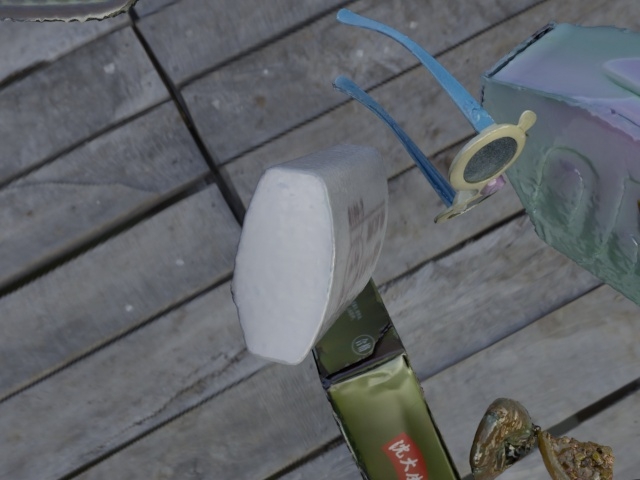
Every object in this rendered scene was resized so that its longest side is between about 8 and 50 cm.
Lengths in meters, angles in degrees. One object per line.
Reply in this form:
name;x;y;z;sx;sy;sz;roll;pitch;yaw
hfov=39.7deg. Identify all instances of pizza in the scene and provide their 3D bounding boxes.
pizza;0.436;0.372;1.450;0.131;0.041;0.178;-12;55;-22

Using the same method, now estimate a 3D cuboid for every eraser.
eraser;0.000;0.000;0.883;0.095;0.270;0.174;10;103;11

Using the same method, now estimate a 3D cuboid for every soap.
soap;0.369;-0.043;0.885;0.156;0.261;0.446;-40;61;-19

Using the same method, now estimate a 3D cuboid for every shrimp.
shrimp;0.306;0.329;1.452;0.061;0.267;0.145;16;89;27

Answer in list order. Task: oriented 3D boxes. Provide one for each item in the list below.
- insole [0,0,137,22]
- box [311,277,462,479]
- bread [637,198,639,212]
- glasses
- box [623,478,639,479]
insole;-0.177;-0.089;0.266;0.253;0.005;0.086;-10;62;-28
box;0.089;0.233;1.469;0.138;0.420;0.372;-23;118;1
bread;0.268;0.011;0.614;0.035;0.090;0.094;-29;102;-5
glasses;0.085;-0.109;0.875;0.221;0.189;0.088;35;74;12
box;0.376;0.478;1.200;0.310;0.084;0.198;-20;82;-27
